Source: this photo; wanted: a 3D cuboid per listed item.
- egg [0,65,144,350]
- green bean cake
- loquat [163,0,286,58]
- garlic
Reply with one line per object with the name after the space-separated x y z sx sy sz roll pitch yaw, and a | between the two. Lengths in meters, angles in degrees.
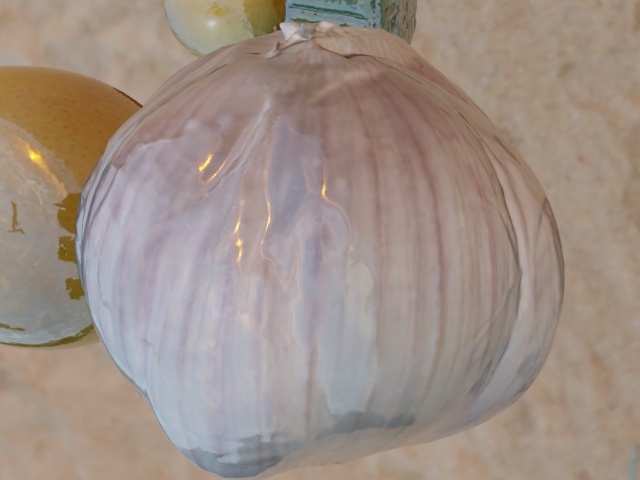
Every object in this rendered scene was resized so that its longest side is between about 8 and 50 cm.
-0.268 -0.031 1.480 0.322 0.250 0.250 8 138 8 | egg
0.043 -0.285 1.908 0.124 0.227 0.223 8 120 13 | green bean cake
-0.105 -0.281 1.997 0.204 0.149 0.172 41 168 22 | loquat
0.000 0.000 0.994 0.317 0.317 0.260 16 104 60 | garlic
